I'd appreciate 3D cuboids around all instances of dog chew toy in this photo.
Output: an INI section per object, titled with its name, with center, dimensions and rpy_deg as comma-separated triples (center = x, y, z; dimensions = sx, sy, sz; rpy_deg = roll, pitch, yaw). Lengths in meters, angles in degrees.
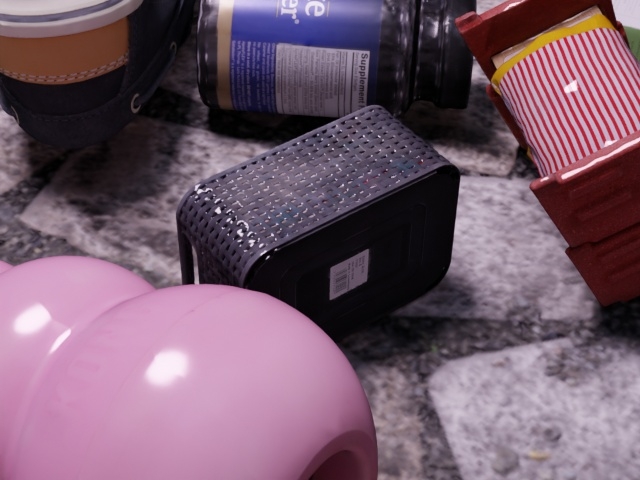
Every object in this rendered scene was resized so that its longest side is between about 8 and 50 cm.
[dog chew toy]
center = -0.135, 0.101, 0.762
dimensions = 0.332, 0.206, 0.206
rpy_deg = 20, 46, 28

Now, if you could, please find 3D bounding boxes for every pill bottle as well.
[pill bottle]
center = 0.014, -0.161, 1.084
dimensions = 0.219, 0.122, 0.122
rpy_deg = 4, 44, 3

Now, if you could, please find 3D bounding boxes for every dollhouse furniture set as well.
[dollhouse furniture set]
center = 0.309, -0.138, 0.946
dimensions = 0.374, 0.152, 0.201
rpy_deg = -28, 44, 8

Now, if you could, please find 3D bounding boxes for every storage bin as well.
[storage bin]
center = 0.000, 0.000, 0.915
dimensions = 0.180, 0.122, 0.084
rpy_deg = -27, 51, -26

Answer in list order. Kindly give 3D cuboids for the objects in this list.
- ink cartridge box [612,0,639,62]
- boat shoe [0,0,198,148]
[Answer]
[ink cartridge box]
center = 0.253, -0.200, 1.172
dimensions = 0.209, 0.062, 0.109
rpy_deg = 16, 46, 15
[boat shoe]
center = -0.188, -0.240, 1.147
dimensions = 0.187, 0.156, 0.500
rpy_deg = -3, 32, 3
